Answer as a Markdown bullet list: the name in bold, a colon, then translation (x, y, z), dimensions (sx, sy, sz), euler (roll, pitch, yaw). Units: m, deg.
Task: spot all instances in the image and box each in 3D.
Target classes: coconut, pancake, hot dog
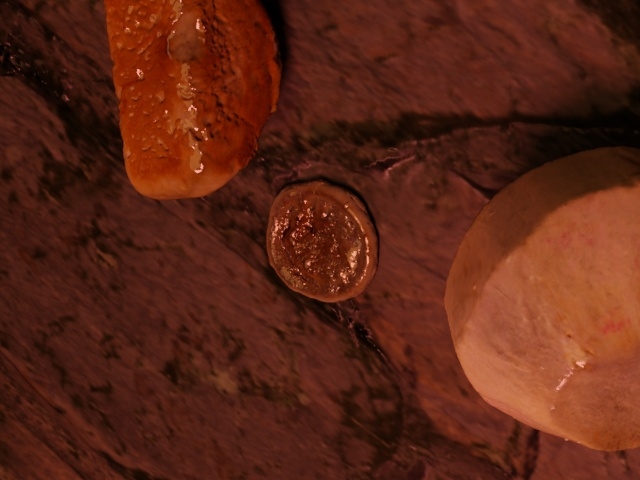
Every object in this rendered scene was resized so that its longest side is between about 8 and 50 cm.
- **coconut**: translation (0.239, 0.047, 1.178), dimensions (0.259, 0.259, 0.259), euler (11, 111, 29)
- **pancake**: translation (0.000, 0.000, 1.426), dimensions (0.139, 0.022, 0.139), euler (10, 110, 29)
- **hot dog**: translation (-0.125, -0.176, 1.368), dimensions (0.150, 0.153, 0.257), euler (4, 106, 36)
